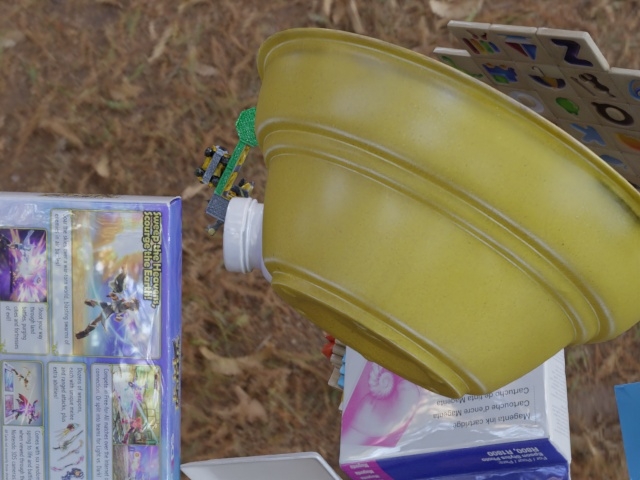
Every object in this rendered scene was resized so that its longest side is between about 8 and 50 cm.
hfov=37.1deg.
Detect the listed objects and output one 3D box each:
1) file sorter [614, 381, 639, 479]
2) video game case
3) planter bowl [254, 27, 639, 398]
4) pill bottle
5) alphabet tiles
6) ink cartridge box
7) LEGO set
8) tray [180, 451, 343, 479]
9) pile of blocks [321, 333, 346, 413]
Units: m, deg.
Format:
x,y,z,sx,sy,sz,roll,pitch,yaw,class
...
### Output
x,y,z,sx,sy,sz,roll,pitch,yaw,class
0.587,0.321,1.613,0.105,0.118,0.170,-2,78,-21,file sorter
-0.236,0.095,0.770,0.244,0.061,0.269,2,98,2,video game case
0.042,0.009,0.429,0.217,0.217,0.090,26,79,26,planter bowl
0.000,0.000,0.832,0.160,0.087,0.087,4,67,5,pill bottle
0.290,-0.135,1.063,0.285,0.342,0.011,18,76,46,alphabet tiles
0.171,0.219,1.284,0.324,0.071,0.330,-18,55,35,ink cartridge box
-0.028,-0.076,1.594,0.331,0.192,0.255,21,99,6,LEGO set
-0.070,0.359,1.420,0.270,0.145,0.030,-14,36,36,tray
0.056,0.193,1.900,0.113,0.149,0.362,19,111,20,pile of blocks
